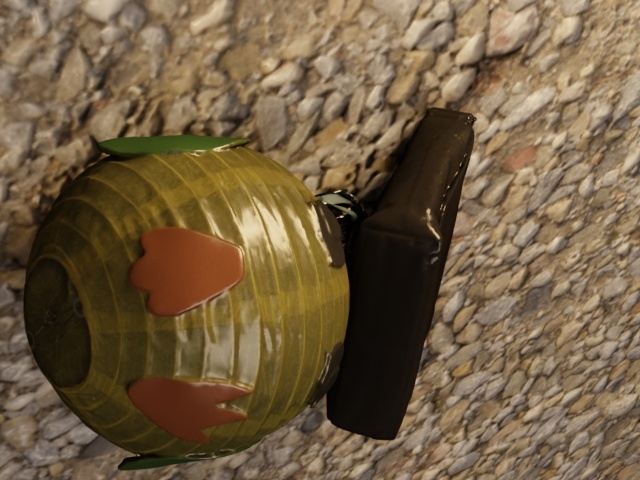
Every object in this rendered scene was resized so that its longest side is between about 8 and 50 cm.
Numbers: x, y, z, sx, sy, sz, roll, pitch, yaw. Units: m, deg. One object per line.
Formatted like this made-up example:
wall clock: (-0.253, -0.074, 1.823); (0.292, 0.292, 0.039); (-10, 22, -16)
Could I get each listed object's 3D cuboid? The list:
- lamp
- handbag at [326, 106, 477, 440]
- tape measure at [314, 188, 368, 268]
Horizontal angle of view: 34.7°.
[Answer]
lamp: (-0.081, 0.042, 0.784); (0.284, 0.250, 0.250); (-9, 128, -45)
handbag: (0.071, 0.025, 0.924); (0.080, 0.223, 0.247); (14, 125, 8)
tape measure: (0.001, 0.001, 0.933); (0.094, 0.054, 0.091); (-8, 123, -39)
